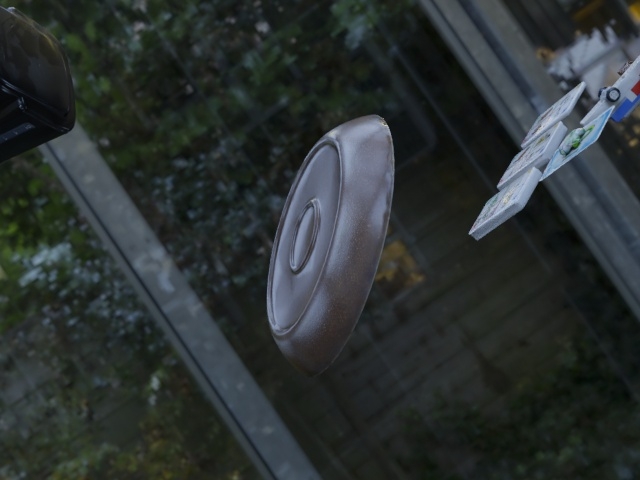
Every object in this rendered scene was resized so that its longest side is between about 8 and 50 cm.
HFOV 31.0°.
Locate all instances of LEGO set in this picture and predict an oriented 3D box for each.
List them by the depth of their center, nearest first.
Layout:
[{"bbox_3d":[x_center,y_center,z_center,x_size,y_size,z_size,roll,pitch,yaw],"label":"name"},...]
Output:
[{"bbox_3d":[0.246,-0.099,1.009,0.182,0.060,0.244,-55,8,-36],"label":"LEGO set"}]

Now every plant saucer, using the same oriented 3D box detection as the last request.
[{"bbox_3d":[0.000,0.000,1.323,0.310,0.050,0.311,-166,90,-73],"label":"plant saucer"}]

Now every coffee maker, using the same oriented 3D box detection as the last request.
[{"bbox_3d":[-0.300,-0.114,0.984,0.178,0.120,0.171,-22,-4,20],"label":"coffee maker"}]
